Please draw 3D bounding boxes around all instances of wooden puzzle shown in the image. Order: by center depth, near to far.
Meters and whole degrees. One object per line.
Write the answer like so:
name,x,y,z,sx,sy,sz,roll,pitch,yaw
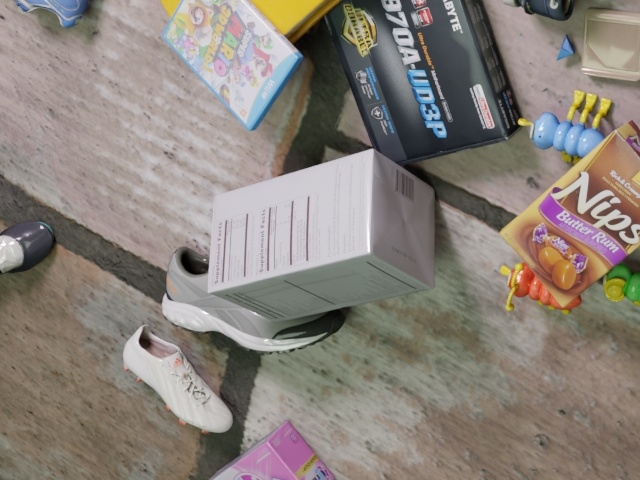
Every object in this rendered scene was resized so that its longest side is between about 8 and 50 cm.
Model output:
wooden puzzle,0.315,-0.209,1.408,0.116,0.014,0.078,18,117,22

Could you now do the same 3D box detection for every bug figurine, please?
bug figurine,0.309,-0.016,1.468,0.216,0.072,0.279,16,120,23

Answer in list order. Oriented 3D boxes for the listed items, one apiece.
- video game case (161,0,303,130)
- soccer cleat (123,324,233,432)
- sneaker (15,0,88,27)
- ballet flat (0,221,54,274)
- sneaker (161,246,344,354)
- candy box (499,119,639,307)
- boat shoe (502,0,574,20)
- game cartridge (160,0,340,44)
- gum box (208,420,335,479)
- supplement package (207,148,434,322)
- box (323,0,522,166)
video game case,-0.105,-0.225,1.527,0.166,0.015,0.119,47,126,14
soccer cleat,-0.202,0.200,1.881,0.196,0.068,0.076,37,123,14
sneaker,-0.394,-0.343,1.717,0.211,0.080,0.081,25,120,20
ballet flat,-0.481,0.027,1.957,0.203,0.074,0.074,-18,103,35
sneaker,-0.096,0.077,1.738,0.271,0.100,0.108,12,114,26
candy box,0.292,-0.027,1.395,0.109,0.053,0.186,50,126,8
boat shoe,0.246,-0.342,1.331,0.079,0.095,0.254,24,124,21
game cartridge,-0.102,-0.377,1.521,0.285,0.053,0.323,-35,81,38
gum box,-0.083,0.352,1.885,0.107,0.062,0.188,50,127,0
supplement package,0.000,0.000,1.587,0.244,0.139,0.134,-14,62,34
box,0.113,-0.204,1.503,0.175,0.051,0.220,-11,106,35
